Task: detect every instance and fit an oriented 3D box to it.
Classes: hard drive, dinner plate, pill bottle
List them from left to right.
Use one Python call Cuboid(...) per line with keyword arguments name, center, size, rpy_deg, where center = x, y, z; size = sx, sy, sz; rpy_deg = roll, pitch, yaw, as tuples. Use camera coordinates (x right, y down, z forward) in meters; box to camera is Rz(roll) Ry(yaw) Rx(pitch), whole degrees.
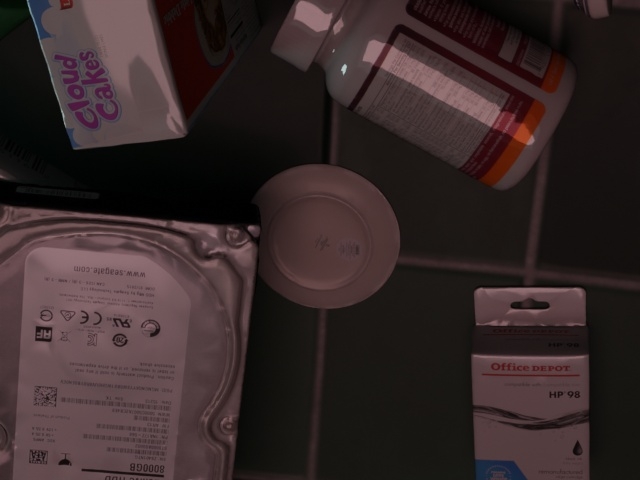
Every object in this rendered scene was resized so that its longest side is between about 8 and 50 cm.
Cuboid(name="hard drive", center=(-0.183, 0.125, 1.185), size=(0.237, 0.064, 0.338), rpy_deg=(6, 111, -6))
Cuboid(name="dinner plate", center=(0.000, 0.000, 1.240), size=(0.141, 0.017, 0.141), rpy_deg=(3, 115, 7))
Cuboid(name="pill bottle", center=(0.080, -0.140, 1.105), size=(0.221, 0.121, 0.121), rpy_deg=(29, 115, -4))

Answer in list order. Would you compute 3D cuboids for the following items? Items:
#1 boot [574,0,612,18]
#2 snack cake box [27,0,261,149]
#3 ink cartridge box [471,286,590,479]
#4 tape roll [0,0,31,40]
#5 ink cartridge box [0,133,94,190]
Cuboid(name="boot", center=(0.169, -0.258, 1.074), size=(0.086, 0.069, 0.190), rpy_deg=(-8, 104, 21))
Cuboid(name="snack cake box", center=(-0.125, -0.185, 1.039), size=(0.089, 0.264, 0.152), rpy_deg=(-6, 112, 13))
Cuboid(name="ink cartridge box", center=(0.187, 0.134, 1.243), size=(0.104, 0.060, 0.180), rpy_deg=(-1, 114, 10))
Cuboid(name="tape roll", center=(-0.323, -0.278, 0.998), size=(0.077, 0.321, 0.321), rpy_deg=(-32, 105, 22))
Cuboid(name="ink cartridge box", center=(-0.319, 0.106, 1.247), size=(0.308, 0.091, 0.385), rpy_deg=(31, 106, -15))
